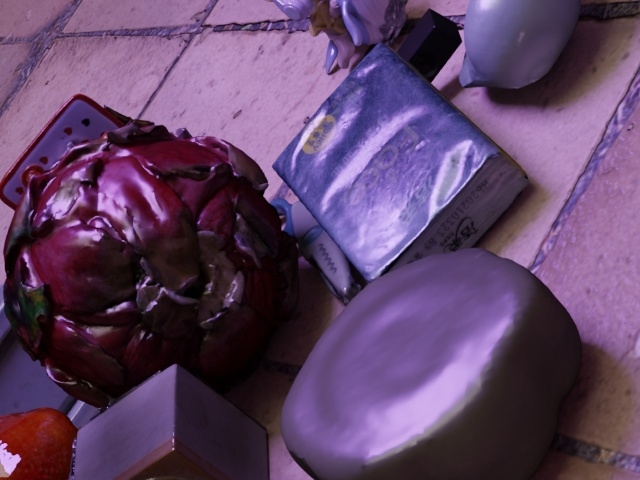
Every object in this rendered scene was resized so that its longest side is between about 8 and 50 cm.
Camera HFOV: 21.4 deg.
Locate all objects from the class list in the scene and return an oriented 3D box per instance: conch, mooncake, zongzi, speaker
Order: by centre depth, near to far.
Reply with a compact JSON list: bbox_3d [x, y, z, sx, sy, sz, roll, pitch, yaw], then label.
[{"bbox_3d":[0.100,0.132,1.479,0.275,0.135,0.275,-32,32,23],"label":"mooncake"},{"bbox_3d":[0.198,-0.234,1.768,0.185,0.121,0.221,-52,11,20],"label":"conch"},{"bbox_3d":[0.084,-0.168,1.886,0.191,0.040,0.046,-53,26,26],"label":"speaker"},{"bbox_3d":[-0.272,-0.152,2.400,0.067,0.073,0.083,-120,33,-59],"label":"zongzi"}]

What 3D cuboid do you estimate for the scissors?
[{"bbox_3d":[0.000,0.000,1.854,0.138,0.041,0.289,-38,30,5],"label":"scissors"}]

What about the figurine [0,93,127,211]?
[{"bbox_3d":[-0.280,-0.048,2.203,0.183,0.160,0.226,-50,37,1],"label":"figurine"}]

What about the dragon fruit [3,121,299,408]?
[{"bbox_3d":[-0.187,0.031,1.811,0.329,0.329,0.329,-34,33,26],"label":"dragon fruit"}]

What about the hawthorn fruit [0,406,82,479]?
[{"bbox_3d":[-0.336,0.273,1.890,0.173,0.173,0.179,-46,11,6],"label":"hawthorn fruit"}]

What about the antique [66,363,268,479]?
[{"bbox_3d":[-0.150,0.238,1.685,0.152,0.147,0.148,-36,35,22],"label":"antique"}]

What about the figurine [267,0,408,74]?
[{"bbox_3d":[0.017,-0.290,2.043,0.208,0.184,0.128,91,-156,-65],"label":"figurine"}]

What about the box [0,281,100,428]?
[{"bbox_3d":[-0.385,0.188,2.054,0.312,0.175,0.182,-56,21,-10],"label":"box"}]

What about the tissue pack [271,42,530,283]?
[{"bbox_3d":[0.078,-0.069,1.746,0.185,0.081,0.257,-49,40,8],"label":"tissue pack"}]
